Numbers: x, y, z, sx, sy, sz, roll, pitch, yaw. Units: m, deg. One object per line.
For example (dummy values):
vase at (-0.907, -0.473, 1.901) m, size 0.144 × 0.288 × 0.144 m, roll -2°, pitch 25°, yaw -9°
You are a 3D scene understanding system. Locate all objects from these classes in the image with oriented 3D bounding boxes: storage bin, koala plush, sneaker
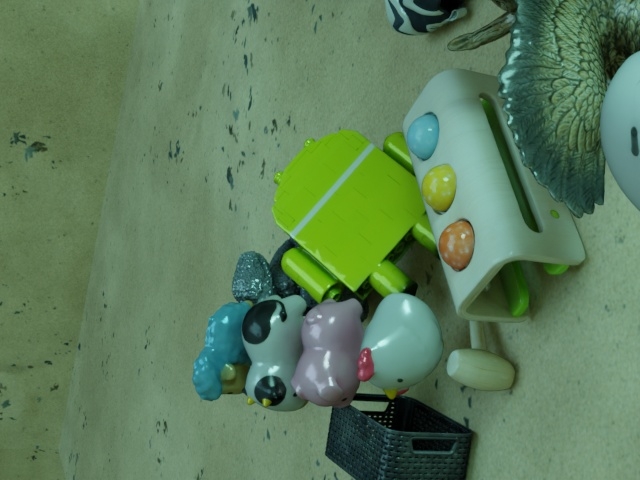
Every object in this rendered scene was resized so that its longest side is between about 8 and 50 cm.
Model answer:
storage bin at (0.094, 0.255, 1.331) m, size 0.180 × 0.122 × 0.084 m, roll -164°, pitch 81°, yaw -66°
koala plush at (0.000, 0.000, 1.536) m, size 0.203 × 0.196 × 0.221 m, roll 27°, pitch -111°, yaw -70°
sneaker at (0.137, -0.386, 1.384) m, size 0.153 × 0.094 × 0.235 m, roll 11°, pitch 113°, yaw 56°

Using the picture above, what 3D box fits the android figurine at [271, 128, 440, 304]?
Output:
android figurine at (0.048, -0.037, 1.405) m, size 0.273 × 0.056 × 0.248 m, roll 39°, pitch 88°, yaw 29°

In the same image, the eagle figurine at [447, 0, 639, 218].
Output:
eagle figurine at (0.270, -0.177, 0.979) m, size 0.226 × 0.225 × 0.298 m, roll -55°, pitch 24°, yaw 24°

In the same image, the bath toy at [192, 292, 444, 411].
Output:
bath toy at (-0.007, 0.148, 1.326) m, size 0.348 × 0.129 × 0.151 m, roll -7°, pitch 110°, yaw 42°

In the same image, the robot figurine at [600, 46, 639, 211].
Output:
robot figurine at (0.330, -0.118, 0.753) m, size 0.209 × 0.278 × 0.173 m, roll 46°, pitch 171°, yaw 14°

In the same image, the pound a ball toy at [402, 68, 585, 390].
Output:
pound a ball toy at (0.165, -0.012, 1.222) m, size 0.208 × 0.136 × 0.319 m, roll 123°, pitch 145°, yaw -45°
